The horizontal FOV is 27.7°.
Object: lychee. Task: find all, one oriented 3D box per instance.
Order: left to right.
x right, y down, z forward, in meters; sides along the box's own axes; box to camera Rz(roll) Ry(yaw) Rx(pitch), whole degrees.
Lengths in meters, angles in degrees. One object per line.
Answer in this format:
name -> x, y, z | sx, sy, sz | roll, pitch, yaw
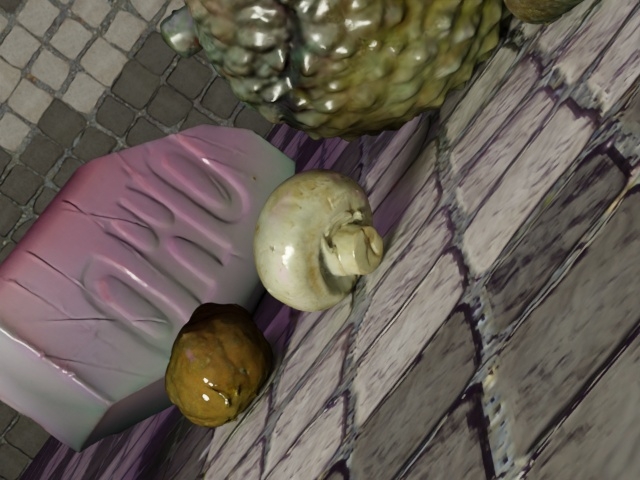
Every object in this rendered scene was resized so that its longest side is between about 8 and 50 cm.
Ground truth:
lychee -> 0.018, -0.197, 0.834 | 0.274, 0.255, 0.255 | -24, 11, 6

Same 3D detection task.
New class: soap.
soap -> -0.148, 0.023, 1.109 | 0.109, 0.193, 0.324 | -44, 12, 47

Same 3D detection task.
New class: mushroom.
mushroom -> 0.000, 0.000, 0.738 | 0.067, 0.083, 0.084 | 14, 60, 36

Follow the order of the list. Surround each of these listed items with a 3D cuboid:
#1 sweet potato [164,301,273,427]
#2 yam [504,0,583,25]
sweet potato -> -0.073, 0.081, 0.894 | 0.081, 0.062, 0.233 | -57, 4, -6
yam -> 0.142, -0.155, 0.580 | 0.061, 0.061, 0.274 | -56, 6, -12
